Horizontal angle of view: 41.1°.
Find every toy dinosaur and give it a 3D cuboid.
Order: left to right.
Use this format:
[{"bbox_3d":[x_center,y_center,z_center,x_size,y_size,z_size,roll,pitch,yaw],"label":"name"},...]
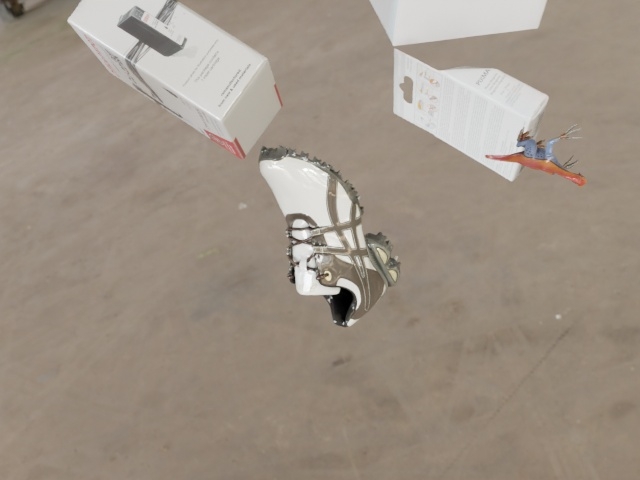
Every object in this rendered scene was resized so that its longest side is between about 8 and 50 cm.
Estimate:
[{"bbox_3d":[0.210,-0.069,0.795,0.090,0.047,0.082,-34,35,20],"label":"toy dinosaur"}]

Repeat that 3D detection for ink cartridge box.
[{"bbox_3d":[-0.205,-0.257,1.247,0.273,0.197,0.114,35,84,9],"label":"ink cartridge box"},{"bbox_3d":[0.224,-0.207,1.315,0.232,0.189,0.066,37,74,18],"label":"ink cartridge box"}]

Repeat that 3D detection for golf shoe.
[{"bbox_3d":[0.000,0.000,0.786,0.077,0.198,0.094,0,48,50],"label":"golf shoe"}]

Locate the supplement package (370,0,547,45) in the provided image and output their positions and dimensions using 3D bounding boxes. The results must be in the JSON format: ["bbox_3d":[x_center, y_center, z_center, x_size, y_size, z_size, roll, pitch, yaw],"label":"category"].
[{"bbox_3d":[0.149,-0.405,1.038,0.198,0.199,0.262,-10,52,-13],"label":"supplement package"}]
